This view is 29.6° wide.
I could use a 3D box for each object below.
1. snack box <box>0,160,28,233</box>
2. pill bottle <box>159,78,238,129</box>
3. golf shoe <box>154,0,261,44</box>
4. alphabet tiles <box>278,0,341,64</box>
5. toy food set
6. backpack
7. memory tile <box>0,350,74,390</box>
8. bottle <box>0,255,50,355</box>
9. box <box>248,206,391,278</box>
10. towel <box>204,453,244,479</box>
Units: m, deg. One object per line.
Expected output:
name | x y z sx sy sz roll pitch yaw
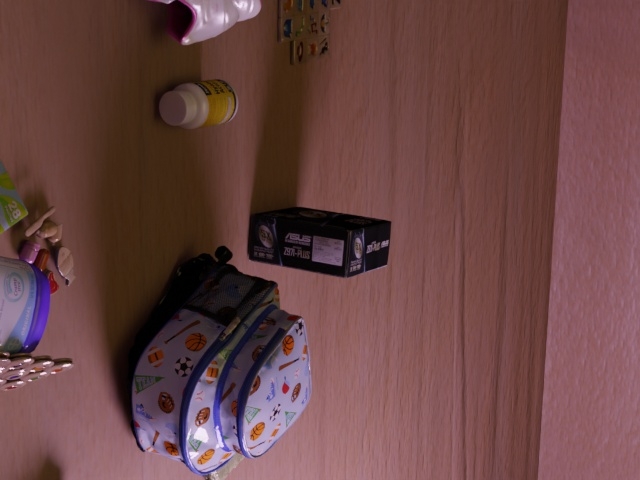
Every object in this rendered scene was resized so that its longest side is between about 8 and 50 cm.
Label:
snack box | -0.403 -0.071 1.169 0.174 0.070 0.207 -45 119 -48
pill bottle | -0.170 -0.188 1.679 0.116 0.065 0.065 -22 117 -58
golf shoe | -0.188 -0.382 1.539 0.140 0.115 0.306 -38 127 -12
alphabet tiles | -0.015 -0.408 1.958 0.198 0.009 0.237 -26 121 -57
toy food set | -0.339 0.019 1.484 0.078 0.019 0.122 -50 147 -43
backpack | -0.144 0.199 1.720 0.263 0.213 0.276 -42 138 -35
memory tile | -0.363 0.151 1.387 0.148 0.113 0.012 19 54 -61
bottle | -0.409 0.060 1.287 0.283 0.092 0.118 21 79 -61
box | 0.000 0.000 1.929 0.147 0.180 0.077 -12 109 -60
towel | -0.154 0.303 1.904 0.110 0.027 0.148 -42 133 -51
